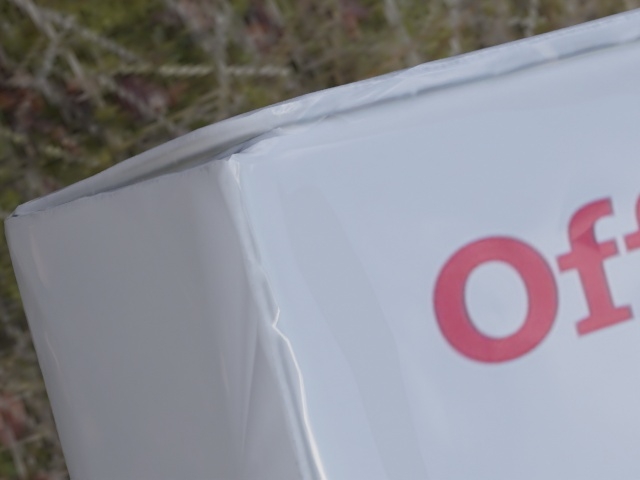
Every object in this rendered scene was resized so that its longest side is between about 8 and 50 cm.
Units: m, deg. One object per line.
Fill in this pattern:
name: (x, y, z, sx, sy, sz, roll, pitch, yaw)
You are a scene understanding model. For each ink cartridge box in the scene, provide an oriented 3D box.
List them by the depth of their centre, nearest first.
ink cartridge box: (0.121, 0.137, 0.475, 0.285, 0.166, 0.395, -16, 93, -26)
